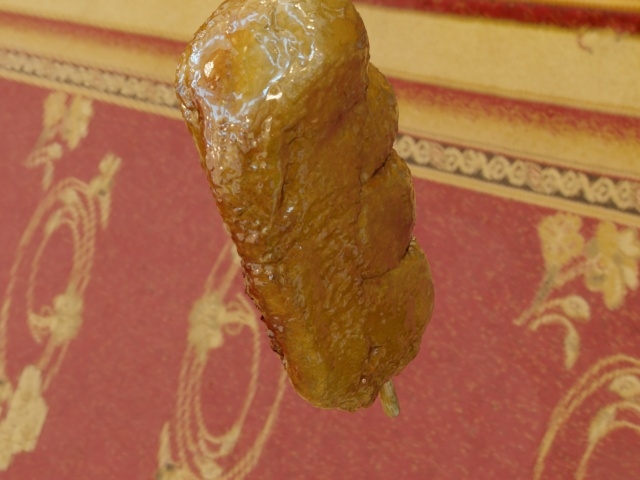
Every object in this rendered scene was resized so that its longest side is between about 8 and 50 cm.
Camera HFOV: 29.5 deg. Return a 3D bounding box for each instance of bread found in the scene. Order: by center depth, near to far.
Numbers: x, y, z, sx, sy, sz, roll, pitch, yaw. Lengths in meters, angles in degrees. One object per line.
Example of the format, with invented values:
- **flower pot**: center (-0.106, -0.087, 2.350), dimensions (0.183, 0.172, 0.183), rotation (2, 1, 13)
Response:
- **bread**: center (0.002, 0.001, 0.691), dimensions (0.124, 0.344, 0.084), rotation (-40, 51, -19)
